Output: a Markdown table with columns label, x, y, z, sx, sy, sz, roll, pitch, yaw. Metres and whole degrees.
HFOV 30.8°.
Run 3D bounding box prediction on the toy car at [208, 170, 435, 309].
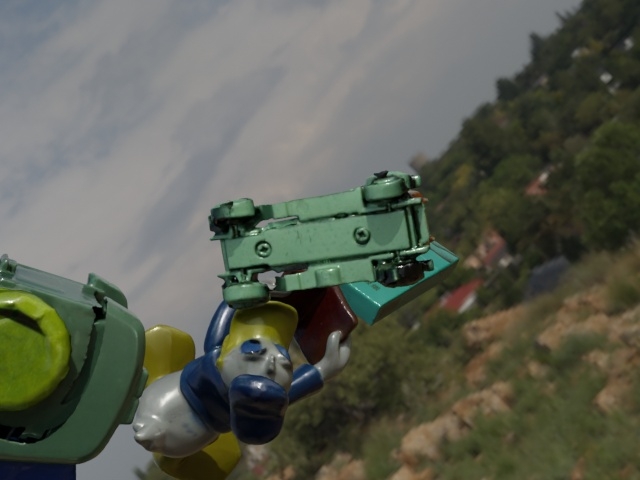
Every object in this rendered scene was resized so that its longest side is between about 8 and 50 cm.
| label | x | y | z | sx | sy | sz | roll | pitch | yaw |
| --- | --- | --- | --- | --- | --- | --- | --- | --- | --- |
| toy car | 0.000 | 0.000 | 0.742 | 0.143 | 0.073 | 0.054 | -10 | 3 | 16 |

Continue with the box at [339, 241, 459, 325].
| label | x | y | z | sx | sy | sz | roll | pitch | yaw |
| --- | --- | --- | --- | --- | --- | --- | --- | --- | --- |
| box | 0.073 | 0.026 | 1.616 | 0.226 | 0.161 | 0.042 | -25 | -34 | -52 |

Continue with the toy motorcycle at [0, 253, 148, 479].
| label | x | y | z | sx | sy | sz | roll | pitch | yaw |
| --- | --- | --- | --- | --- | --- | --- | --- | --- | --- |
| toy motorcycle | -0.250 | 0.186 | 0.989 | 0.191 | 0.199 | 0.327 | -155 | 82 | -74 |

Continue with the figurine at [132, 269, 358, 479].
| label | x | y | z | sx | sy | sz | roll | pitch | yaw |
| --- | --- | --- | --- | --- | --- | --- | --- | --- | --- |
| figurine | -0.067 | 0.152 | 1.250 | 0.283 | 0.205 | 0.338 | -35 | 6 | -12 |
